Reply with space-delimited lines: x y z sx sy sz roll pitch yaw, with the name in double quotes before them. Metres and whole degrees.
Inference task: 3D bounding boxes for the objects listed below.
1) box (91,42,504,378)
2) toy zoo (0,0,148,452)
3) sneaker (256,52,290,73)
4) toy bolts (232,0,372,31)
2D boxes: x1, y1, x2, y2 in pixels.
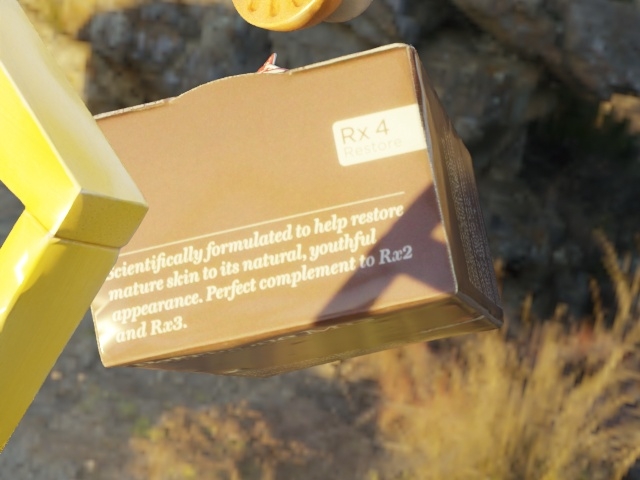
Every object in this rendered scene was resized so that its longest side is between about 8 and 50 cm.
"box" 0.000 0.000 0.979 0.191 0.143 0.381 -12 -9 9
"toy zoo" -0.163 0.018 0.483 0.192 0.293 0.030 42 17 32
"sneaker" -0.029 -0.113 1.177 0.042 0.118 0.067 46 63 -8
"toy bolts" 0.030 -0.245 1.012 0.228 0.218 0.158 0 -11 44
